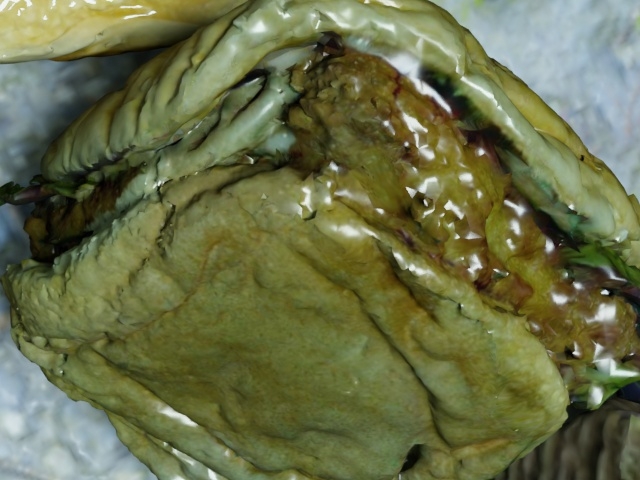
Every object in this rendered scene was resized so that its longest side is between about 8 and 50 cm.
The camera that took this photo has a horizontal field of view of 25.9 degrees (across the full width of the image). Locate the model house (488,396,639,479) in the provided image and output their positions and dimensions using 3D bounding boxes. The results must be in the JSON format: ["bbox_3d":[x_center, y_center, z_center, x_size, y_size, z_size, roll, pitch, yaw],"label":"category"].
[{"bbox_3d":[0.156,0.143,0.469,0.266,0.321,0.261,11,93,21],"label":"model house"}]

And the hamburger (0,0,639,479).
[{"bbox_3d":[0.000,0.000,0.459,0.183,0.206,0.130,39,46,-28],"label":"hamburger"}]

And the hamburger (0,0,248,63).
[{"bbox_3d":[-0.073,-0.149,0.432,0.213,0.108,0.214,-11,124,-17],"label":"hamburger"}]
